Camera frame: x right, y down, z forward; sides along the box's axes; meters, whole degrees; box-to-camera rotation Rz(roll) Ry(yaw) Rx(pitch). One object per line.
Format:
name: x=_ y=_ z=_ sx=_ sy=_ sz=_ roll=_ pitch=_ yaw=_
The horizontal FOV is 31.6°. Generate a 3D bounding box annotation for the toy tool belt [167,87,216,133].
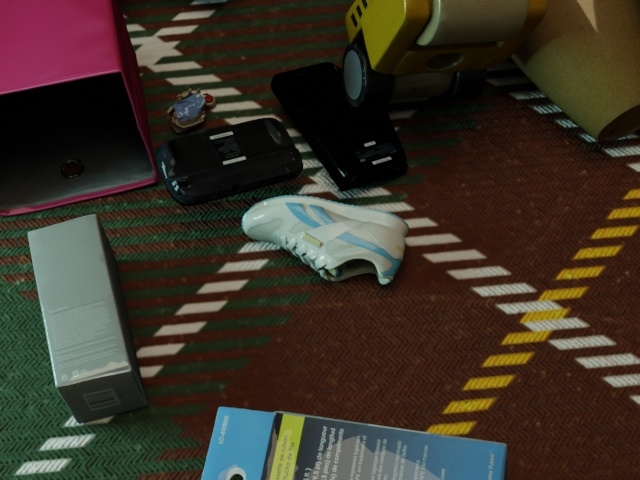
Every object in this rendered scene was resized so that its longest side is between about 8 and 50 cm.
toy tool belt: x=-0.191 y=-0.200 z=1.680 sx=0.083 sy=0.051 sz=0.052 roll=-38 pitch=64 yaw=-18

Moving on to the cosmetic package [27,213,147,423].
cosmetic package: x=-0.302 y=0.100 z=1.464 sx=0.107 sy=0.127 sz=0.237 roll=-13 pitch=61 yaw=-4

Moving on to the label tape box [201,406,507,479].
label tape box: x=0.031 y=0.344 z=1.308 sx=0.348 sy=0.115 sz=0.249 roll=6 pitch=59 yaw=10

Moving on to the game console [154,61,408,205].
game console: x=-0.062 y=-0.143 z=1.591 sx=0.361 sy=0.044 sz=0.213 roll=-17 pitch=57 yaw=-27

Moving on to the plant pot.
plant pot: x=0.385 y=-0.277 z=1.611 sx=0.237 sy=0.237 sz=0.254 roll=-21 pitch=72 yaw=-9

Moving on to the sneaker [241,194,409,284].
sneaker: x=0.000 y=0.000 z=1.531 sx=0.229 sy=0.087 sz=0.092 roll=8 pitch=68 yaw=12

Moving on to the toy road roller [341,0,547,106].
toy road roller: x=0.143 y=-0.341 z=1.569 sx=0.203 sy=0.329 sz=0.240 roll=-6 pitch=75 yaw=-19

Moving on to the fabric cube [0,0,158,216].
fabric cube: x=-0.389 y=-0.226 z=1.590 sx=0.254 sy=0.259 sz=0.258 roll=-13 pitch=57 yaw=-4
